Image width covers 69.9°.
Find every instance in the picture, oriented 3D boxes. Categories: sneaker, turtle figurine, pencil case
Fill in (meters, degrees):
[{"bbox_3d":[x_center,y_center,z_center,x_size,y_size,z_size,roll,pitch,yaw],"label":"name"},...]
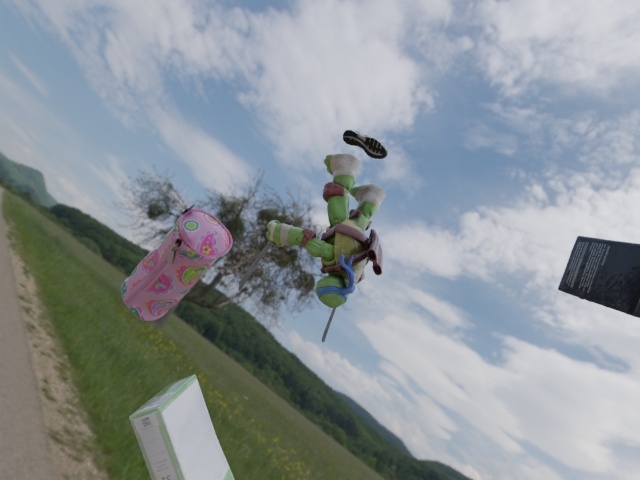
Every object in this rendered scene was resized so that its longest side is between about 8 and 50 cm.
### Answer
[{"bbox_3d":[0.102,-0.210,0.988,0.109,0.044,0.040,35,-61,21],"label":"sneaker"},{"bbox_3d":[0.000,0.000,0.803,0.198,0.266,0.274,24,-30,-7],"label":"turtle figurine"},{"bbox_3d":[-0.303,0.053,0.939,0.124,0.124,0.284,43,-56,-11],"label":"pencil case"}]

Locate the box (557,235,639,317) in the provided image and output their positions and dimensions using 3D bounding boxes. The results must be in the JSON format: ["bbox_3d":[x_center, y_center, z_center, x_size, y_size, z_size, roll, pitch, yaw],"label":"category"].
[{"bbox_3d":[0.450,0.063,0.622,0.156,0.093,0.158,17,4,-6],"label":"box"}]

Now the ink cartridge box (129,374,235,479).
[{"bbox_3d":[-0.209,0.355,0.739,0.171,0.056,0.235,17,53,-88],"label":"ink cartridge box"}]
